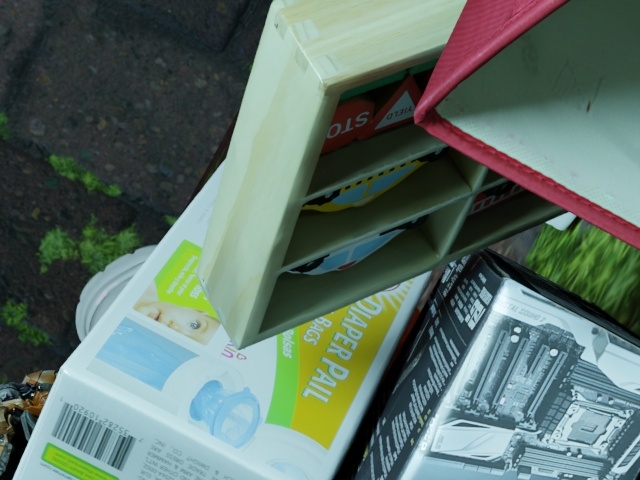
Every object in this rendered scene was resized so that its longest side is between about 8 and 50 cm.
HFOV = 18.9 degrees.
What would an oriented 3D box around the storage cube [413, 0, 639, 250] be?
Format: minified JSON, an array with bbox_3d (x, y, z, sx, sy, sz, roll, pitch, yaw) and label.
[{"bbox_3d":[0.166,-0.093,0.529,0.193,0.183,0.215,-65,10,-17],"label":"storage cube"}]

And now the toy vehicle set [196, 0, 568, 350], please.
[{"bbox_3d":[0.089,-0.061,0.696,0.266,0.035,0.166,-22,-24,-23],"label":"toy vehicle set"}]

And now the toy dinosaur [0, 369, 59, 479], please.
[{"bbox_3d":[-0.182,0.156,1.487,0.164,0.218,0.322,-65,-3,23],"label":"toy dinosaur"}]

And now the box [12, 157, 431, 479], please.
[{"bbox_3d":[-0.040,0.067,0.823,0.103,0.114,0.203,-64,-2,31],"label":"box"}]

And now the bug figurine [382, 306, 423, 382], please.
[{"bbox_3d":[-0.031,0.136,1.047,0.279,0.072,0.216,-57,8,-14],"label":"bug figurine"}]

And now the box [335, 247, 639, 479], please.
[{"bbox_3d":[0.039,0.125,0.774,0.242,0.076,0.307,-62,0,2],"label":"box"}]

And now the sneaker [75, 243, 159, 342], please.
[{"bbox_3d":[-0.058,0.020,1.497,0.297,0.111,0.129,-40,22,7],"label":"sneaker"}]

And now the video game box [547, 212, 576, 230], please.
[{"bbox_3d":[0.166,-0.131,1.035,0.187,0.048,0.205,-58,11,32],"label":"video game box"}]
